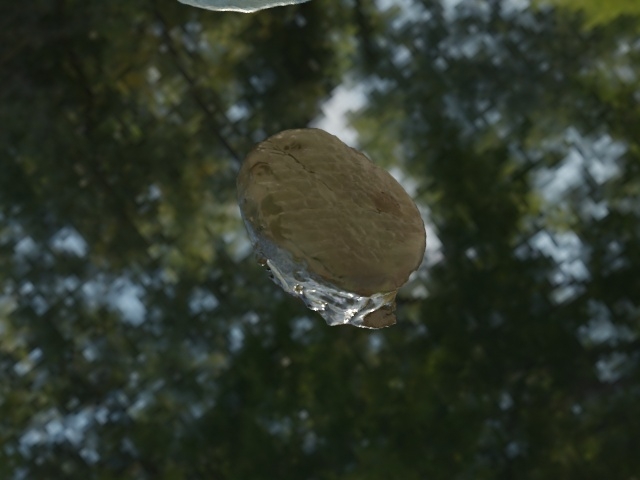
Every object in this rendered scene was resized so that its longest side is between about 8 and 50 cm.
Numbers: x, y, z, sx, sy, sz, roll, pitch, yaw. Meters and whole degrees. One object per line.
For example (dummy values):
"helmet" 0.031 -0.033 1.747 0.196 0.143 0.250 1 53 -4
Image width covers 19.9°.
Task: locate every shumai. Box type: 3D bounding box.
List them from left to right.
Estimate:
"shumai" 0.000 0.000 1.669 0.201 0.120 0.201 20 -139 -19

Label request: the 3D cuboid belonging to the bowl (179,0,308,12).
"bowl" -0.050 -0.337 1.346 0.313 0.313 0.146 53 161 -1
